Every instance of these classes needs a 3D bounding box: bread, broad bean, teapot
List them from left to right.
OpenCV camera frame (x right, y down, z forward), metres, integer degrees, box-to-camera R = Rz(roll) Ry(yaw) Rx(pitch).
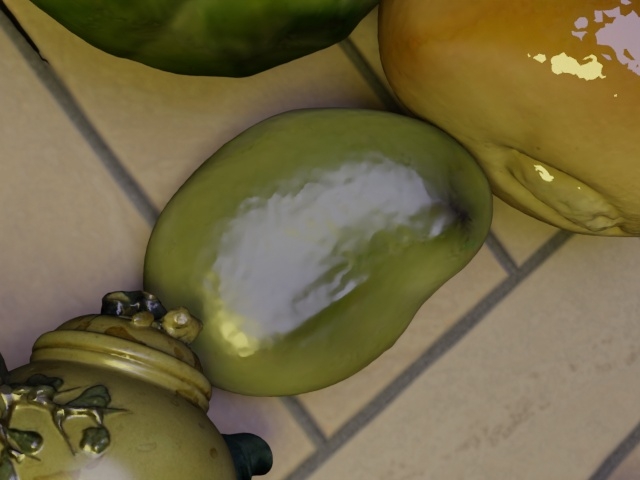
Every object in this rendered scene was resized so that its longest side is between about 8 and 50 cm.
[{"bbox_3d":[-0.137,0.109,0.559,0.269,0.173,0.183,31,60,-31],"label":"teapot"},{"bbox_3d":[0.000,0.000,0.680,0.263,0.121,0.189,-30,93,-24],"label":"broad bean"},{"bbox_3d":[0.233,-0.195,0.748,0.348,0.253,0.376,32,64,-24],"label":"bread"}]

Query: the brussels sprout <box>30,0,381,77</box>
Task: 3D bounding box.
[{"bbox_3d":[-0.048,-0.275,0.624,0.289,0.354,0.281,35,29,-45],"label":"brussels sprout"}]
